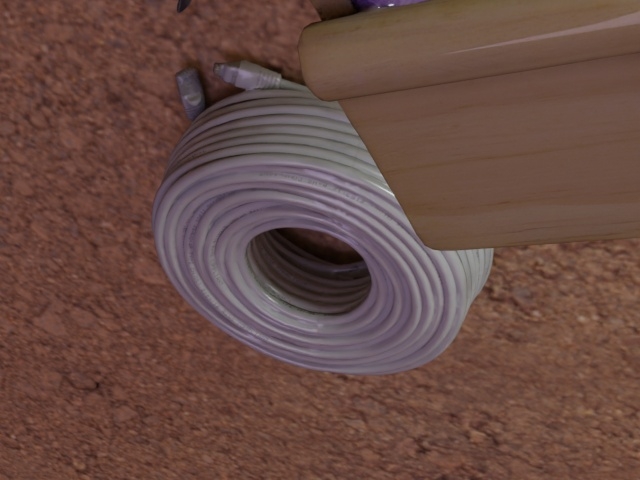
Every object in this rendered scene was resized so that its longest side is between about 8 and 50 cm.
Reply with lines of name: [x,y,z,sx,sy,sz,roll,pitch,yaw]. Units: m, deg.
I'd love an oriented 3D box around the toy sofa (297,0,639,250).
toy sofa: [0.110,-0.186,0.492,0.150,0.362,0.177,-4,139,28]

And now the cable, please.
cable: [0.000,0.000,0.960,0.257,0.089,0.257,15,140,8]

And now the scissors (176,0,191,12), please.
scissors: [-0.061,-0.252,0.764,0.109,0.021,0.297,31,141,-15]
